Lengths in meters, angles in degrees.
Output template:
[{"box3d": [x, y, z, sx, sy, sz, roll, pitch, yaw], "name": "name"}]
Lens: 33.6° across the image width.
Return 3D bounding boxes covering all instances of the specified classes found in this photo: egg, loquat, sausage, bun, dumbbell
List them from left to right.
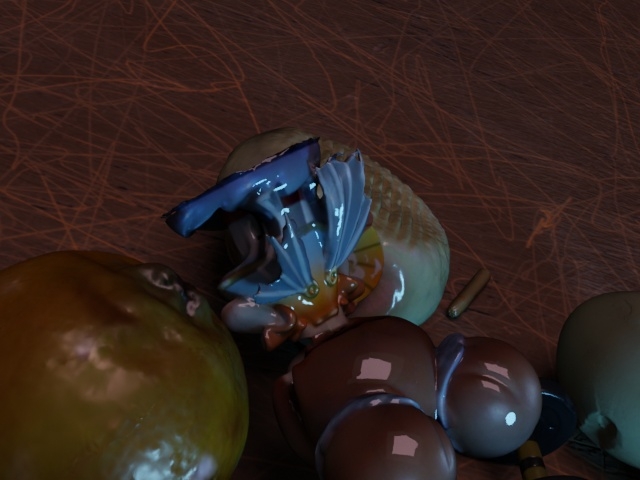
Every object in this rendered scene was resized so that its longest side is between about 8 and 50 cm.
[{"box3d": [-0.225, 0.166, 1.003, 0.328, 0.328, 0.328, 15, 39, -12], "name": "loquat"}, {"box3d": [0.000, 0.000, 1.391, 0.361, 0.213, 0.361, 33, 19, -13], "name": "bun"}, {"box3d": [0.221, 0.078, 1.575, 0.024, 0.024, 0.132, 34, 38, 12], "name": "sausage"}, {"box3d": [0.253, 0.272, 1.266, 0.143, 0.143, 0.325, 12, 39, -16], "name": "dumbbell"}, {"box3d": [0.435, 0.187, 1.405, 0.269, 0.219, 0.219, 36, 39, 23], "name": "egg"}]

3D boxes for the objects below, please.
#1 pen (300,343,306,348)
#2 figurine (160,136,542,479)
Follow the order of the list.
[{"box3d": [0.041, 0.190, 1.346, 0.025, 0.025, 0.204, -19, 55, -41], "name": "pen"}, {"box3d": [0.028, 0.090, 1.110, 0.277, 0.248, 0.388, -26, 90, -38], "name": "figurine"}]
